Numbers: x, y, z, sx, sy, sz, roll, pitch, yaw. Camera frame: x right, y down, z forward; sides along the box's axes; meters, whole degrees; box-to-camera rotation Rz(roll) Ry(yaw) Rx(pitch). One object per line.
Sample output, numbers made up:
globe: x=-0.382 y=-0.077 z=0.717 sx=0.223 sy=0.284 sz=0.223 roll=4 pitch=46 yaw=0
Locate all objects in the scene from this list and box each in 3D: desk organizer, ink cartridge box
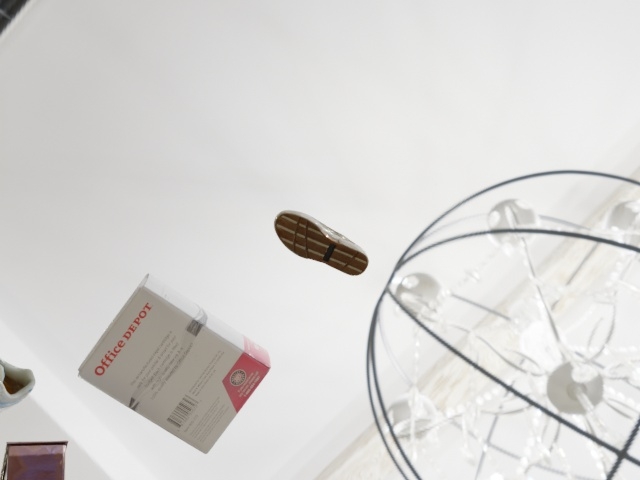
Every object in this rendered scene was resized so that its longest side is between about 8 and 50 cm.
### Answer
desk organizer: x=-0.243 y=0.222 z=0.581 sx=0.047 sy=0.050 sz=0.130 roll=6 pitch=-47 yaw=-26
ink cartridge box: x=-0.265 y=0.223 z=1.298 sx=0.283 sy=0.117 sz=0.207 roll=36 pitch=-86 yaw=-13

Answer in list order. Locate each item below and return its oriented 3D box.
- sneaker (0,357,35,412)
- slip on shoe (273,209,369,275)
sneaker: x=-0.557 y=0.214 z=1.101 sx=0.092 sy=0.228 sz=0.087 roll=-29 pitch=-117 yaw=13
slip on shoe: x=0.000 y=0.000 z=0.890 sx=0.135 sy=0.041 sz=0.051 roll=24 pitch=-74 yaw=-16
